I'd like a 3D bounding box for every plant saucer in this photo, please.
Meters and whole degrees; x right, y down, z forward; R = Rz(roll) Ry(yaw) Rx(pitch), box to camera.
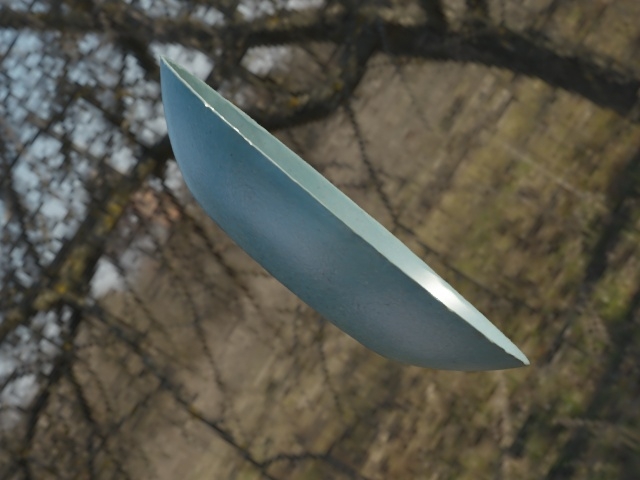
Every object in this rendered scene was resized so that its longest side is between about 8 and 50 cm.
[{"bbox_3d":[0.000,0.000,0.586,0.037,0.195,0.195,-51,4,4],"label":"plant saucer"}]
